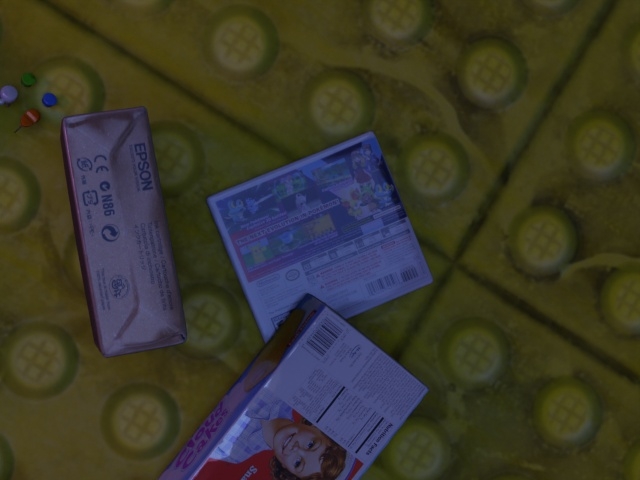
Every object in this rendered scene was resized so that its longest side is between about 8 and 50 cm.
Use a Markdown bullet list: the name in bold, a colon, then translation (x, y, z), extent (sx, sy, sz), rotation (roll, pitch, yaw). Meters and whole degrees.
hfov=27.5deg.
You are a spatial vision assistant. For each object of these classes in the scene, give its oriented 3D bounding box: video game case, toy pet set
- **video game case**: translation (0.000, 0.000, 1.443), extent (0.201, 0.023, 0.183), rotation (-22, 93, -7)
- **toy pet set**: translation (-0.366, -0.145, 1.380), extent (0.122, 0.065, 0.114), rotation (44, 49, -9)

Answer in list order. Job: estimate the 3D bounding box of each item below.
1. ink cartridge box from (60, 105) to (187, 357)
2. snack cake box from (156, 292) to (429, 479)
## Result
- **ink cartridge box**: translation (-0.203, -0.007, 1.324), extent (0.088, 0.193, 0.234), rotation (-10, 92, -11)
- **snack cake box**: translation (-0.030, 0.208, 1.390), extent (0.152, 0.089, 0.264), rotation (40, 86, -16)
